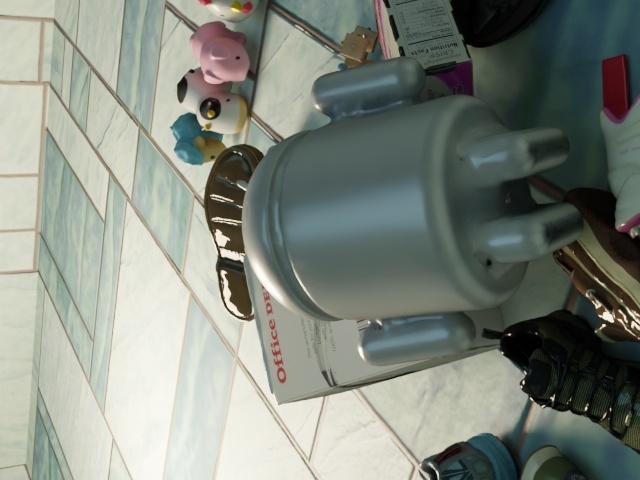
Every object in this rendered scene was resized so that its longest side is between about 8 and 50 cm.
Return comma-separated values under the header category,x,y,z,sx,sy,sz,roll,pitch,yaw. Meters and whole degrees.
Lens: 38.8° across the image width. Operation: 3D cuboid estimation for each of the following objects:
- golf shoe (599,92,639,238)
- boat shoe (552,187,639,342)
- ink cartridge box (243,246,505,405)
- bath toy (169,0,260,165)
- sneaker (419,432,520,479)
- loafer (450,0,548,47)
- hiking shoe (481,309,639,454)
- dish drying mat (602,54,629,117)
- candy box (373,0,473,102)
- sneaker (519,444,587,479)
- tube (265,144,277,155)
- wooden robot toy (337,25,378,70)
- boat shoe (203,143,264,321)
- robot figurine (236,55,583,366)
category,x,y,z,sx,sy,sz,roll,pitch,yaw
golf shoe,0.327,-0.118,0.713,0.306,0.115,0.140,-45,51,52
boat shoe,0.292,0.057,0.818,0.257,0.095,0.095,-113,33,-51
ink cartridge box,0.056,0.064,1.137,0.307,0.129,0.223,-26,71,46
bath toy,-0.182,-0.304,1.570,0.151,0.129,0.348,29,125,17
sneaker,0.148,0.354,1.064,0.104,0.125,0.262,18,109,59
loafer,0.202,-0.296,0.920,0.302,0.095,0.109,-35,63,58
hiking shoe,0.250,0.145,0.865,0.227,0.114,0.086,40,129,56
dish drying mat,0.287,-0.136,0.881,0.032,0.008,0.083,-3,92,61
candy box,0.111,-0.213,1.011,0.159,0.071,0.233,74,-175,-54
sneaker,0.241,0.320,0.955,0.086,0.064,0.192,-145,60,-60
tube,-0.083,-0.064,1.509,0.207,0.052,0.080,107,151,-42
wooden robot toy,0.073,-0.231,1.190,0.173,0.079,0.076,66,-134,-79
boat shoe,-0.111,-0.023,1.450,0.110,0.104,0.307,23,127,27
robot figurine,0.067,-0.024,0.891,0.353,0.199,0.300,-7,92,36
